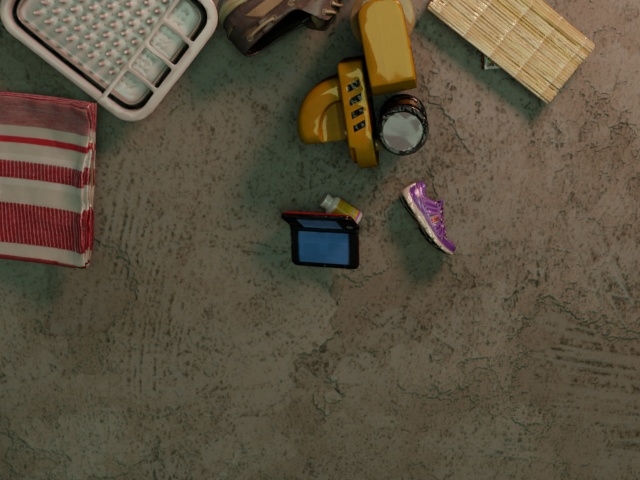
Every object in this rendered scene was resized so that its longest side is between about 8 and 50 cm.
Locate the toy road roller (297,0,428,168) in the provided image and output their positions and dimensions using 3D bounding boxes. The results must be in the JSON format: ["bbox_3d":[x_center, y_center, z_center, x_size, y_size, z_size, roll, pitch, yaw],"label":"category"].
[{"bbox_3d":[0.069,-0.298,1.596,0.241,0.202,0.329,-7,105,8],"label":"toy road roller"}]

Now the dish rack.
[{"bbox_3d":[-0.386,-0.419,1.579,0.333,0.072,0.285,38,103,-12],"label":"dish rack"}]

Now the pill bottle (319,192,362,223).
[{"bbox_3d":[0.040,-0.060,1.721,0.083,0.043,0.043,34,98,-12],"label":"pill bottle"}]

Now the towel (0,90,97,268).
[{"bbox_3d":[-0.549,-0.114,1.633,0.237,0.037,0.328,7,104,8],"label":"towel"}]

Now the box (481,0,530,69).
[{"bbox_3d":[0.365,-0.408,1.680,0.094,0.027,0.137,-4,103,-3],"label":"box"}]

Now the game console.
[{"bbox_3d":[0.000,0.000,1.691,0.144,0.124,0.085,3,77,15],"label":"game console"}]

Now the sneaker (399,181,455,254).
[{"bbox_3d":[0.231,-0.044,1.732,0.071,0.068,0.170,-34,103,-3],"label":"sneaker"}]

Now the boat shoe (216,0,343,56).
[{"bbox_3d":[-0.015,-0.448,1.574,0.355,0.132,0.130,-26,83,10],"label":"boat shoe"}]

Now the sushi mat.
[{"bbox_3d":[0.371,-0.417,1.654,0.317,0.019,0.151,35,98,-12],"label":"sushi mat"}]
